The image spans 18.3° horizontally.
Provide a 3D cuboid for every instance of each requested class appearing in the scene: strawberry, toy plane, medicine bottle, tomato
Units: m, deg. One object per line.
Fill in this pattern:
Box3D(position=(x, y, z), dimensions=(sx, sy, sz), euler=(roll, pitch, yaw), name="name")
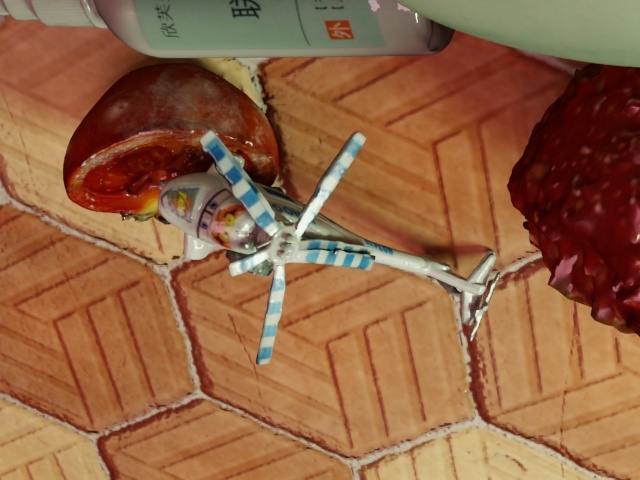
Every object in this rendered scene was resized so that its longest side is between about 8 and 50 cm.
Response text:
Box3D(position=(0.267, -0.030, 1.278), dimensions=(0.261, 0.261, 0.257), euler=(28, 103, -6), name="strawberry")
Box3D(position=(0.005, -0.010, 1.466), dimensions=(0.273, 0.107, 0.182), euler=(-6, 116, -30), name="toy plane")
Box3D(position=(-0.085, -0.178, 1.346), dimensions=(0.352, 0.110, 0.110), euler=(2, 133, 21), name="medicine bottle")
Box3D(position=(-0.112, -0.079, 1.473), dimensions=(0.159, 0.091, 0.139), euler=(7, 150, -23), name="tomato")

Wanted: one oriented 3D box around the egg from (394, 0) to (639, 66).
Box3D(position=(0.161, -0.215, 1.127), dimensions=(0.371, 0.230, 0.230), euler=(6, 135, 22), name="egg")
